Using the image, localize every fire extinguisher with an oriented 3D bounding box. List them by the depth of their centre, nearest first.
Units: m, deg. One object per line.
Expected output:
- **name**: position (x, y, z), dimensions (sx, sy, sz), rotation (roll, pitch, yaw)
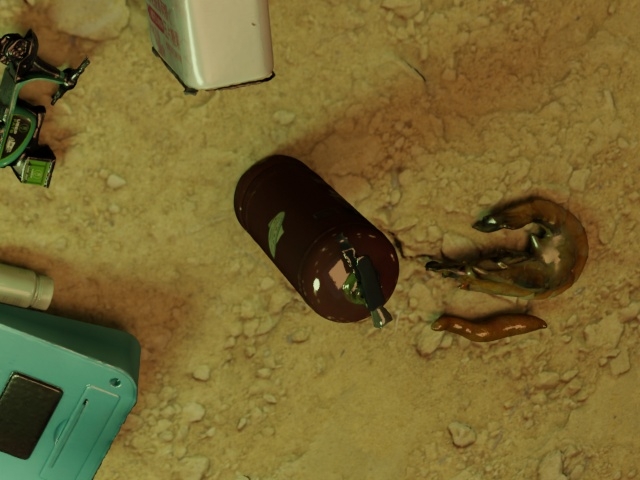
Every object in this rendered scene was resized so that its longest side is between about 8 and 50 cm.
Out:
- **fire extinguisher**: position (0.000, 0.000, 1.384), dimensions (0.114, 0.337, 0.135), rotation (-32, 121, -8)

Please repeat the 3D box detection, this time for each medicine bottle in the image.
- **medicine bottle**: position (-0.359, 0.055, 1.434), dimensions (0.083, 0.047, 0.047), rotation (16, 108, -29)

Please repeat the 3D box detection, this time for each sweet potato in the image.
- **sweet potato**: position (0.235, 0.123, 1.721), dimensions (0.179, 0.044, 0.044), rotation (-1, 115, -16)

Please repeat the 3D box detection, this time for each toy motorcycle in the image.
- **toy motorcycle**: position (-0.323, -0.148, 1.344), dimensions (0.100, 0.058, 0.173), rotation (7, 114, -33)

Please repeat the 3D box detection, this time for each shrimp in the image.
- **shrimp**: position (0.269, 0.011, 1.669), dimensions (0.254, 0.059, 0.145), rotation (10, 108, -27)

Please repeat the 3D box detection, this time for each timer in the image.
- **timer**: position (-0.365, 0.185, 1.475), dimensions (0.250, 0.091, 0.232), rotation (23, 117, -19)

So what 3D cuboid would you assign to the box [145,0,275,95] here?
- **box**: position (-0.134, -0.343, 1.246), dimensions (0.112, 0.190, 0.370), rotation (-12, 118, -16)
